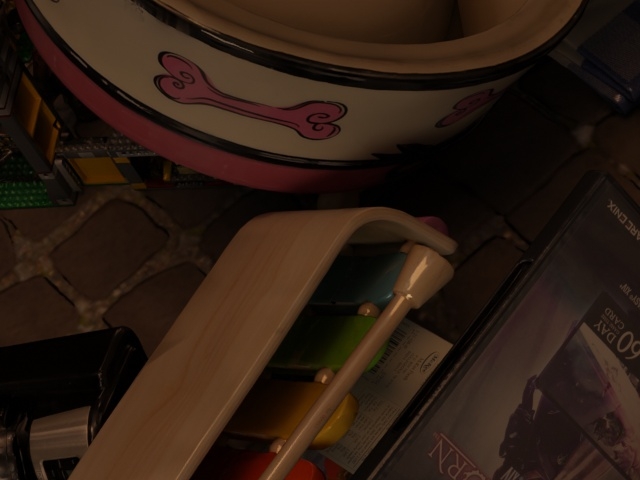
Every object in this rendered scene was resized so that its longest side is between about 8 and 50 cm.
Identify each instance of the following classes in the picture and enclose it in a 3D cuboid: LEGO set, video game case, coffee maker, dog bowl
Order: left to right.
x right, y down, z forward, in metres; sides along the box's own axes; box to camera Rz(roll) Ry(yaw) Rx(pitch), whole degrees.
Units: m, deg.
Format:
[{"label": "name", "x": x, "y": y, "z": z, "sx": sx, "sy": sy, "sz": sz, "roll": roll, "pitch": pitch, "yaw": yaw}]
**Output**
[{"label": "coffee maker", "x": -0.202, "y": 0.114, "z": 1.274, "sx": 0.178, "sy": 0.120, "sz": 0.171, "roll": -8, "pitch": 56, "yaw": 14}, {"label": "LEGO set", "x": -0.178, "y": -0.160, "z": 1.396, "sx": 0.331, "sy": 0.192, "sz": 0.255, "roll": 5, "pitch": 61, "yaw": 22}, {"label": "dog bowl", "x": -0.030, "y": -0.202, "z": 1.266, "sx": 0.408, "sy": 0.150, "sz": 0.408, "roll": 12, "pitch": 46, "yaw": -13}, {"label": "video game case", "x": 0.145, "y": 0.124, "z": 1.112, "sx": 0.274, "sy": 0.196, "sz": 0.026, "roll": -51, "pitch": 22, "yaw": -16}]

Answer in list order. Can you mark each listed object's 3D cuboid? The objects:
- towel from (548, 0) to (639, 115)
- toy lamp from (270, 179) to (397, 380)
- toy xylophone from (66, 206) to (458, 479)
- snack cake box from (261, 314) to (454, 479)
[{"label": "towel", "x": 0.201, "y": -0.229, "z": 1.407, "sx": 0.209, "sy": 0.034, "sz": 0.285, "roll": -41, "pitch": 56, "yaw": -11}, {"label": "toy lamp", "x": 0.000, "y": 0.000, "z": 1.301, "sx": 0.080, "sy": 0.080, "sz": 0.274, "roll": 9, "pitch": 61, "yaw": 24}, {"label": "toy xylophone", "x": -0.031, "y": 0.097, "z": 1.105, "sx": 0.322, "sy": 0.081, "sz": 0.236, "roll": -52, "pitch": 27, "yaw": -15}, {"label": "snack cake box", "x": 0.025, "y": 0.188, "z": 1.164, "sx": 0.152, "sy": 0.089, "sz": 0.264, "roll": 30, "pitch": 72, "yaw": 30}]
